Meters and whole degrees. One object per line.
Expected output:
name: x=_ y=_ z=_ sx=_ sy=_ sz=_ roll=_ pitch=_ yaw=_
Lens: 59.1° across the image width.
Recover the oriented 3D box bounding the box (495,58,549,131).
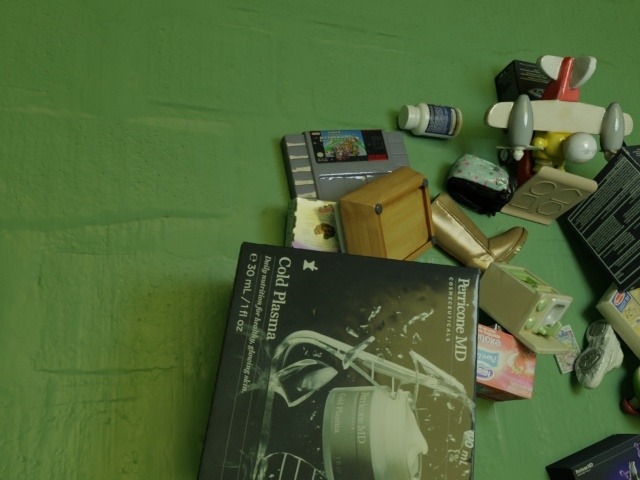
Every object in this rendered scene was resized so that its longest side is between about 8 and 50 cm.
box: x=0.660 y=-0.449 z=1.792 sx=0.153 sy=0.108 sz=0.207 roll=5 pitch=71 yaw=-18

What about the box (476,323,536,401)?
box: x=0.364 y=0.291 z=1.405 sx=0.300 sy=0.154 sz=0.142 roll=20 pitch=66 yaw=-13

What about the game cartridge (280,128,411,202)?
game cartridge: x=0.082 y=-0.190 z=1.527 sx=0.355 sy=0.068 sz=0.230 roll=-6 pitch=78 yaw=-21

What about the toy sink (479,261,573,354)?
toy sink: x=0.533 y=0.165 z=1.436 sx=0.153 sy=0.131 sz=0.234 roll=9 pitch=24 yaw=-37

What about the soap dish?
soap dish: x=0.170 y=-0.037 z=1.388 sx=0.291 sy=0.118 sz=0.228 roll=-30 pitch=115 yaw=-44

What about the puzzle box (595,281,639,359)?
puzzle box: x=0.998 y=0.187 z=1.678 sx=0.409 sy=0.052 sz=0.272 roll=-35 pitch=83 yaw=-36

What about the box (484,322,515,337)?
box: x=0.493 y=0.262 z=1.482 sx=0.162 sy=0.116 sz=0.029 roll=19 pitch=68 yaw=-12

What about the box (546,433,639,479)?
box: x=0.741 y=0.628 z=1.453 sx=0.261 sy=0.103 sz=0.184 roll=-13 pitch=74 yaw=-23

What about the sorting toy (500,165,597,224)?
sorting toy: x=0.649 y=-0.130 z=1.627 sx=0.193 sy=0.208 sz=0.038 roll=13 pitch=56 yaw=-15

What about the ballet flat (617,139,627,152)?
ballet flat: x=1.019 y=-0.312 z=1.905 sx=0.057 sy=0.049 sz=0.173 roll=-30 pitch=84 yaw=-25

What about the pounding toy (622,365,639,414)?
pounding toy: x=0.935 y=0.445 z=1.599 sx=0.183 sy=0.110 sz=0.237 roll=41 pitch=34 yaw=10

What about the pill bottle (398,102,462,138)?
pill bottle: x=0.317 y=-0.350 z=1.643 sx=0.169 sy=0.094 sz=0.094 roll=3 pitch=71 yaw=-19

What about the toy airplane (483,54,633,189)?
toy airplane: x=0.679 y=-0.322 z=1.574 sx=0.386 sy=0.272 sz=0.384 roll=-35 pitch=129 yaw=8

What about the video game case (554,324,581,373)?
video game case: x=0.692 y=0.306 z=1.595 sx=0.087 sy=0.011 sz=0.122 roll=-11 pitch=76 yaw=-22

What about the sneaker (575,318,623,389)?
sneaker: x=0.793 y=0.333 z=1.574 sx=0.115 sy=0.090 sz=0.232 roll=45 pitch=57 yaw=-9

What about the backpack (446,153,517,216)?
backpack: x=0.452 y=-0.163 z=1.609 sx=0.182 sy=0.152 sz=0.115 roll=24 pitch=66 yaw=6

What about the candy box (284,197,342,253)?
candy box: x=0.000 y=0.000 z=1.393 sx=0.165 sy=0.070 sz=0.196 roll=6 pitch=88 yaw=-17

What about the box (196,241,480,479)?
box: x=0.047 y=0.291 z=1.135 sx=0.472 sy=0.297 sz=0.479 roll=6 pitch=70 yaw=2

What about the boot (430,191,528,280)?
boot: x=0.426 y=-0.037 z=1.579 sx=0.269 sy=0.089 sz=0.236 roll=44 pitch=63 yaw=1

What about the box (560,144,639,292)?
box: x=0.898 y=-0.062 z=1.579 sx=0.183 sy=0.296 sz=0.294 roll=-9 pitch=56 yaw=-25
